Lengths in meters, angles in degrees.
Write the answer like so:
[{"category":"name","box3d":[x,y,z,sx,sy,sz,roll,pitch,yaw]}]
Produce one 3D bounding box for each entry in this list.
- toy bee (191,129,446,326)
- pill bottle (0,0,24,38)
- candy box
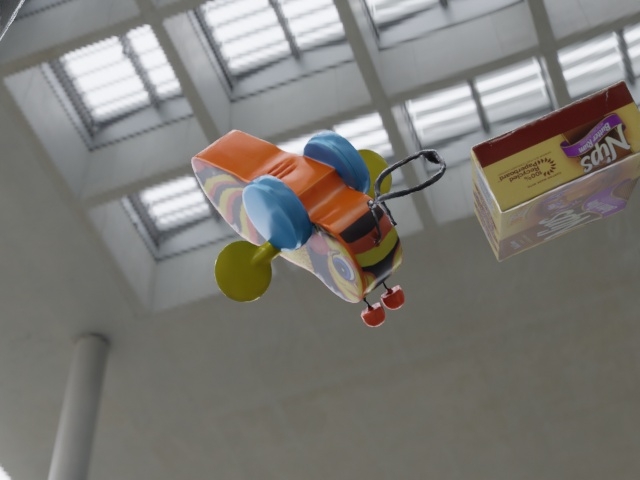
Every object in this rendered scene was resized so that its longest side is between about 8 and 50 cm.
[{"category":"toy bee","box3d":[0.000,0.000,1.006,0.195,0.298,0.162,-27,-63,-8]},{"category":"pill bottle","box3d":[-0.233,-0.212,0.688,0.161,0.283,0.161,18,-25,9]},{"category":"candy box","box3d":[0.165,-0.042,0.817,0.109,0.053,0.187,-24,-15,3]}]
